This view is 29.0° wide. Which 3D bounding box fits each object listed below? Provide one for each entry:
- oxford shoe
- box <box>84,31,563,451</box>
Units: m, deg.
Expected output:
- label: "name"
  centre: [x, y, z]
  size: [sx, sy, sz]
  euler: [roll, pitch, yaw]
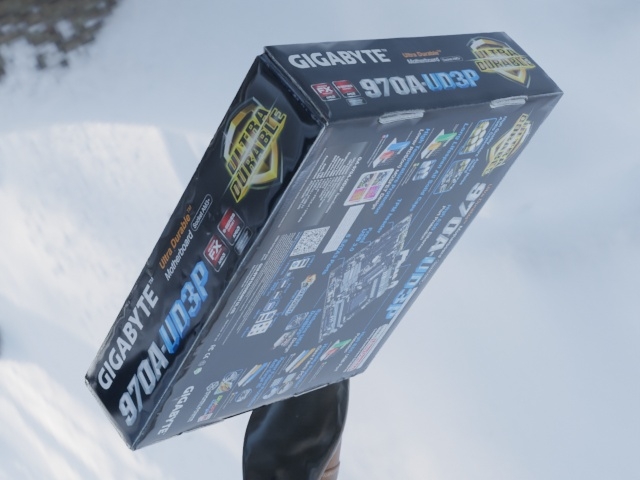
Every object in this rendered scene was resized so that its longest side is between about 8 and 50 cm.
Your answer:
- label: "oxford shoe"
  centre: [-0.019, 0.183, 0.967]
  size: [0.076, 0.212, 0.076]
  euler: [9, 165, 22]
- label: "box"
  centre: [0.000, 0.000, 0.608]
  size: [0.051, 0.175, 0.220]
  euler: [50, 129, 24]
